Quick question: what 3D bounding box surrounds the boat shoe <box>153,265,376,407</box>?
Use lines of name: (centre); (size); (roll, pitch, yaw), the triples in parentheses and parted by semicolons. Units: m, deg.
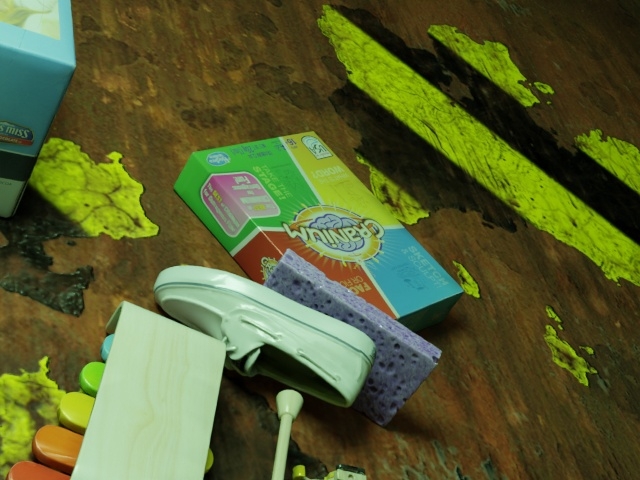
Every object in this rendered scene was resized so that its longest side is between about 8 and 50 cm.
boat shoe: (-0.070, 0.105, 1.289); (0.258, 0.095, 0.084); (18, 55, 10)

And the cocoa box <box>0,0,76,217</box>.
cocoa box: (-0.459, -0.211, 1.254); (0.347, 0.228, 0.231); (14, 38, -27)

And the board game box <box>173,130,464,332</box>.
board game box: (0.000, 0.000, 1.518); (0.316, 0.064, 0.242); (48, 36, 20)

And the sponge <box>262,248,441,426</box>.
sponge: (0.019, 0.112, 1.345); (0.210, 0.117, 0.031); (34, 32, 0)

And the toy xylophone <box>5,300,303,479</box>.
toy xylophone: (-0.145, 0.191, 1.142); (0.236, 0.081, 0.323); (29, 34, -7)

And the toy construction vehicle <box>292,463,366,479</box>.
toy construction vehicle: (0.018, 0.275, 1.222); (0.098, 0.035, 0.086); (14, 49, -22)
